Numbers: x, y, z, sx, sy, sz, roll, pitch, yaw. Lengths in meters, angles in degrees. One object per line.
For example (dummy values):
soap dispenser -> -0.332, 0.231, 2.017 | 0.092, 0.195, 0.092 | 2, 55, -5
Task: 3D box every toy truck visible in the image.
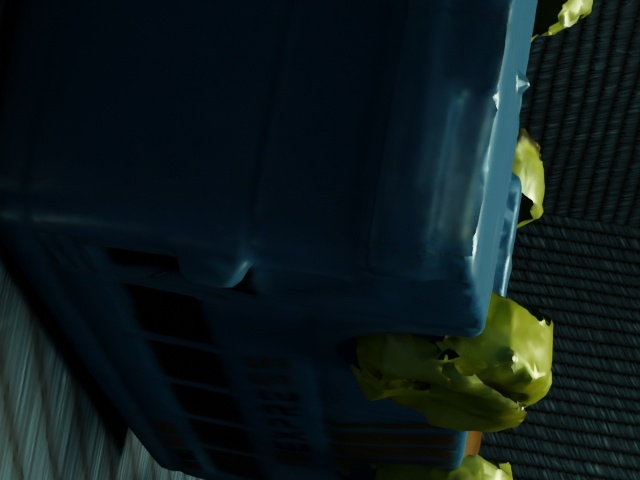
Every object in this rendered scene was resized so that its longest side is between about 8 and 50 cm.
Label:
toy truck -> 0.000, 0.000, 0.614 | 0.385, 0.162, 0.161 | 84, 16, -72

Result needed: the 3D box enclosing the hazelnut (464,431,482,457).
hazelnut -> 0.029, 0.139, 1.455 | 0.186, 0.210, 0.210 | 52, -35, 46
